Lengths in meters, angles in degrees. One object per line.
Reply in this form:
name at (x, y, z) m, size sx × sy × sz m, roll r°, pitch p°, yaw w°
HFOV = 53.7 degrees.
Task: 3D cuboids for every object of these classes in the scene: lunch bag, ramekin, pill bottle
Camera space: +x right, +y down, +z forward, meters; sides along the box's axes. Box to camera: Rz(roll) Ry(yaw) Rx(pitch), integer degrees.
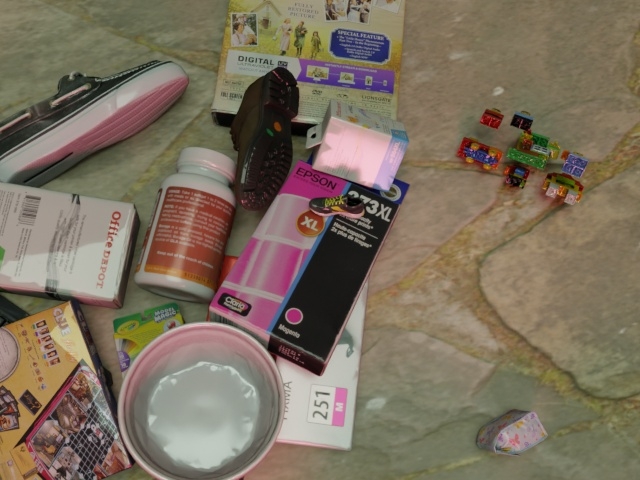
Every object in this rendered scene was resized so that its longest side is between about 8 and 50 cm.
lunch bag at (0.278, 0.288, 0.933) m, size 0.083 × 0.071 × 0.053 m, roll -23°, pitch 82°, yaw -13°
ramekin at (-0.155, 0.221, 0.831) m, size 0.207 × 0.109 × 0.207 m, roll 5°, pitch 64°, yaw -9°
pill bottle at (-0.193, -0.023, 0.950) m, size 0.121 × 0.121 × 0.216 m, roll 12°, pitch 74°, yaw -2°

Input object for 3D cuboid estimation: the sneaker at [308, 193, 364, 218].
sneaker at (0.025, -0.055, 0.918) m, size 0.083 × 0.035 × 0.031 m, roll 4°, pitch 59°, yaw -7°

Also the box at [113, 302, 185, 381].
box at (-0.236, 0.187, 0.922) m, size 0.105 × 0.043 × 0.179 m, roll -15°, pitch 72°, yaw -9°

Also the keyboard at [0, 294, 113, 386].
keyboard at (-0.483, 0.193, 0.912) m, size 0.317 × 0.033 × 0.202 m, roll 32°, pitch 75°, yaw 5°

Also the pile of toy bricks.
pile of toy bricks at (0.350, -0.155, 1.058) m, size 0.212 × 0.118 × 0.105 m, roll 24°, pitch 35°, yaw 12°

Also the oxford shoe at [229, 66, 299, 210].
oxford shoe at (-0.095, -0.146, 0.961) m, size 0.082 × 0.096 × 0.227 m, roll 31°, pitch 61°, yaw -41°

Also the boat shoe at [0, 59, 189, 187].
boat shoe at (-0.371, -0.206, 0.983) m, size 0.335 × 0.121 × 0.119 m, roll -32°, pitch 84°, yaw -11°

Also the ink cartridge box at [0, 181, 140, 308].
ink cartridge box at (-0.386, 0.010, 0.936) m, size 0.208 × 0.087 × 0.153 m, roll 10°, pitch 74°, yaw -6°

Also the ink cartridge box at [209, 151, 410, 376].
ink cartridge box at (0.000, 0.000, 0.941) m, size 0.175 × 0.069 × 0.371 m, roll 24°, pitch 57°, yaw 6°

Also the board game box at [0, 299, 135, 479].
board game box at (-0.375, 0.225, 0.869) m, size 0.165 × 0.042 × 0.243 m, roll -21°, pitch 87°, yaw -7°

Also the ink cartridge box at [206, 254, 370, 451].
ink cartridge box at (-0.059, 0.157, 0.946) m, size 0.238 × 0.060 × 0.275 m, roll 8°, pitch 74°, yaw -4°

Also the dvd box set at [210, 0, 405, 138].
dvd box set at (-0.008, -0.381, 1.096) m, size 0.307 × 0.062 × 0.421 m, roll 6°, pitch 75°, yaw -3°

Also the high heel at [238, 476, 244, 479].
high heel at (-0.238, 0.338, 0.856) m, size 0.261 × 0.093 × 0.186 m, roll 14°, pitch 78°, yaw -16°

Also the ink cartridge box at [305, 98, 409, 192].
ink cartridge box at (0.051, -0.150, 0.980) m, size 0.143 × 0.092 × 0.090 m, roll 17°, pitch 118°, yaw -9°
